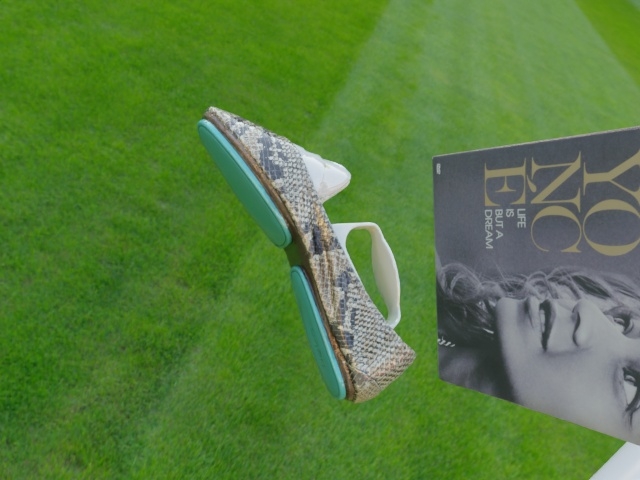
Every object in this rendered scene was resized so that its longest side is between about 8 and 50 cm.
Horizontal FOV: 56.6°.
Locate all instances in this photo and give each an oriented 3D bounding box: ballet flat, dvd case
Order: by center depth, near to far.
[{"bbox_3d":[0.144,0.023,0.338,0.018,0.164,0.221,-4,3,-31],"label":"dvd case"},{"bbox_3d":[0.000,0.000,0.888,0.182,0.164,0.482,-28,92,-17],"label":"ballet flat"}]

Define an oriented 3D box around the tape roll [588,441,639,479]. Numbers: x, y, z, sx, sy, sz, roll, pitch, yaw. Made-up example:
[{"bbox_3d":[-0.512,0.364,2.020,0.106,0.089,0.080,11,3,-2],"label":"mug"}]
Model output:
[{"bbox_3d":[0.629,0.502,1.089,0.169,0.246,0.246,-40,66,-10],"label":"tape roll"}]
